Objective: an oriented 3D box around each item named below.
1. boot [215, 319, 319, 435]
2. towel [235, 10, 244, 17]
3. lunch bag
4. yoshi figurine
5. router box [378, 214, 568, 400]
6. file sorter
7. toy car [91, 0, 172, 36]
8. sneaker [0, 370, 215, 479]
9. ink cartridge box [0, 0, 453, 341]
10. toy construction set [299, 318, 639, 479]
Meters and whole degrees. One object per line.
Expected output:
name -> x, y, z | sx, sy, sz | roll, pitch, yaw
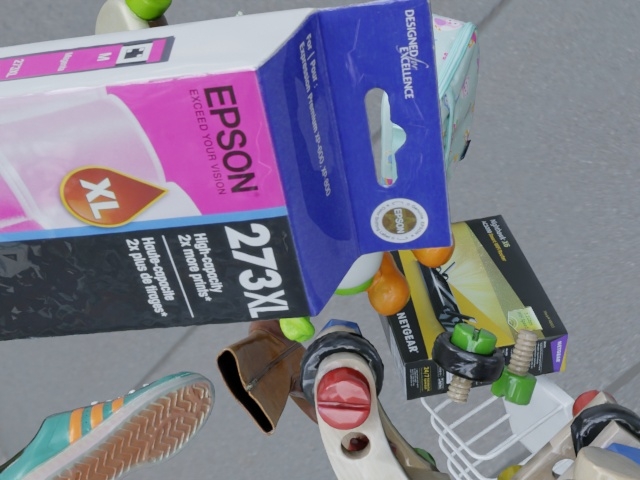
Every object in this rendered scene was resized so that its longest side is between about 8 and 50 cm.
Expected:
boot -> -0.045, 0.246, 1.485 | 0.096, 0.280, 0.264 | -28, 95, 12
towel -> -0.140, -0.281, 1.656 | 0.038, 0.325, 0.248 | -7, 108, 1
lunch bag -> 0.167, -0.185, 1.404 | 0.107, 0.279, 0.224 | 15, 57, 16
yoshi figurine -> 0.007, 0.024, 1.120 | 0.203, 0.362, 0.204 | -3, 80, 48
router box -> 0.213, 0.094, 1.420 | 0.242, 0.309, 0.081 | -10, 127, -5
file sorter -> 0.300, 0.333, 1.481 | 0.173, 0.278, 0.193 | -33, 40, -11
toy car -> -0.171, -0.223, 1.116 | 0.155, 0.188, 0.149 | -36, 70, 42
sneaker -> -0.276, 0.241, 1.140 | 0.121, 0.302, 0.108 | 23, 131, 42
ink cartridge box -> -0.113, -0.028, 0.523 | 0.370, 0.069, 0.176 | -7, 130, 6
toy construction set -> 0.101, 0.211, 0.616 | 0.309, 0.257, 0.237 | 36, 113, 61
